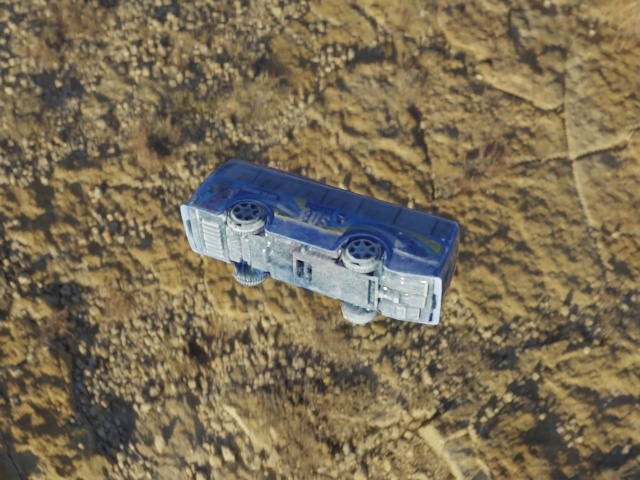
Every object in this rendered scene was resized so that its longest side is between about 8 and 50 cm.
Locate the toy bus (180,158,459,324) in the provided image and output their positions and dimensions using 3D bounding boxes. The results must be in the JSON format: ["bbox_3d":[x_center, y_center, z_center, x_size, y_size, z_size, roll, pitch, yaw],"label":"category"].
[{"bbox_3d":[0.001,0.001,0.753,0.237,0.079,0.094,18,47,18],"label":"toy bus"}]
